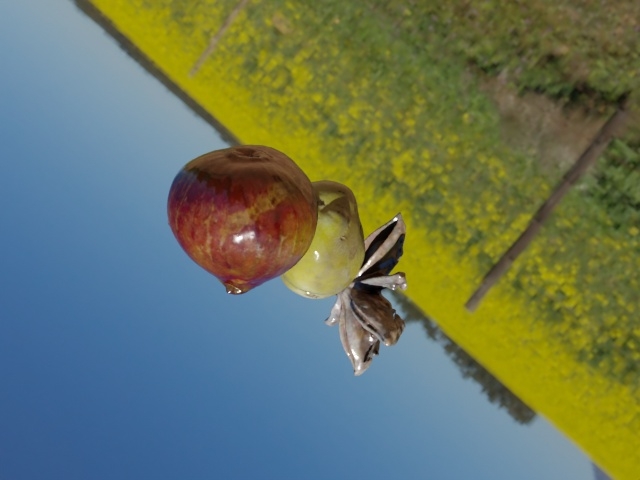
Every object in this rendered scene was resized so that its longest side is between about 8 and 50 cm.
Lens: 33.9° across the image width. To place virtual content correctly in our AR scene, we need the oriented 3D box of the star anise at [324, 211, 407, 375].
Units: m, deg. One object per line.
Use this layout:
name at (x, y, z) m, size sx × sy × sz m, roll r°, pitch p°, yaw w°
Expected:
star anise at (0.087, 0.101, 1.838) m, size 0.111 × 0.257 × 0.198 m, roll 11°, pitch 156°, yaw -35°

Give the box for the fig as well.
fig at (-0.100, -0.026, 1.335) m, size 0.205 × 0.205 × 0.205 m, roll 41°, pitch -178°, yaw -2°

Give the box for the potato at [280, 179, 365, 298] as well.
potato at (-0.005, 0.000, 1.581) m, size 0.200 × 0.137 × 0.154 m, roll 101°, pitch 149°, yaw -64°
